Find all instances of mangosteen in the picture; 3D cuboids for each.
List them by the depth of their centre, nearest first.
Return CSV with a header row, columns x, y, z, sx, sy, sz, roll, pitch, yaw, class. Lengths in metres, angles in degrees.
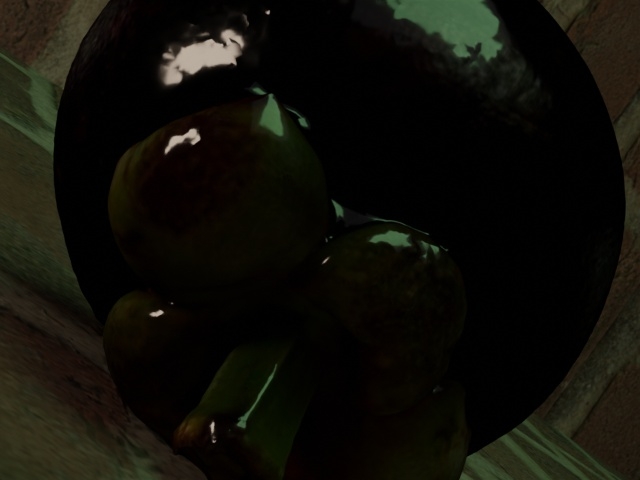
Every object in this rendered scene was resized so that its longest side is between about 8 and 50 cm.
x,y,z,sx,sy,sz,roll,pitch,yaw,class
0.000,0.000,0.698,0.275,0.275,0.302,35,38,-12,mangosteen
